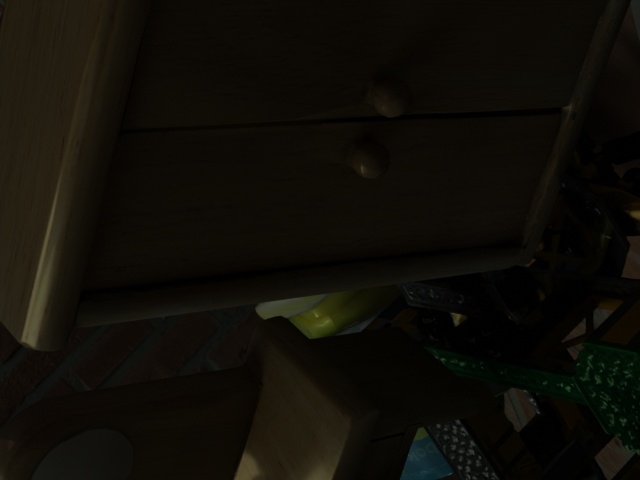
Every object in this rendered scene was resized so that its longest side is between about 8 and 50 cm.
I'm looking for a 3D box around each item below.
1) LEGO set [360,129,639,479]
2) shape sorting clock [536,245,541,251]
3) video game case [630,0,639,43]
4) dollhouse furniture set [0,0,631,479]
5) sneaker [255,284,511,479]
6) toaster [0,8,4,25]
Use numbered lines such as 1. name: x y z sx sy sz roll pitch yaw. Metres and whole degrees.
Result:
1. LEGO set: 0.185 0.072 0.599 0.331 0.192 0.255 53 159 -14
2. shape sorting clock: 0.060 -0.056 0.887 0.206 0.040 0.206 36 160 15
3. video game case: 0.177 -0.051 0.483 0.212 0.023 0.193 40 172 32
4. dollhouse furniture set: 0.083 0.053 0.319 0.174 0.303 0.355 -6 -145 -39
5. sneaker: 0.000 0.000 0.677 0.319 0.127 0.208 21 -136 -61
6. toaster: -0.112 -0.141 0.984 0.186 0.110 0.168 25 179 -24
